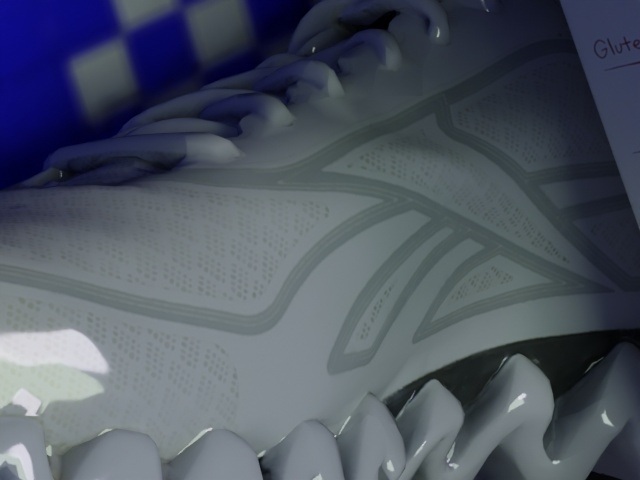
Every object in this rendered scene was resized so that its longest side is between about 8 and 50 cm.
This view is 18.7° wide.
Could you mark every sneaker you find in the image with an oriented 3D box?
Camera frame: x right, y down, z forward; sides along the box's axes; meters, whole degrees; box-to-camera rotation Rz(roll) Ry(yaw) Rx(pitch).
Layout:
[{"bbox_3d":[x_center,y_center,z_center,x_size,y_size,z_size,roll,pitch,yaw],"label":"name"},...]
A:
[{"bbox_3d":[0.000,0.000,0.402,0.292,0.110,0.118,1,94,-44],"label":"sneaker"}]

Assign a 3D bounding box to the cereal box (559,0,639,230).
[{"bbox_3d":[0.118,-0.033,0.430,0.173,0.047,0.240,-39,112,-52],"label":"cereal box"}]
